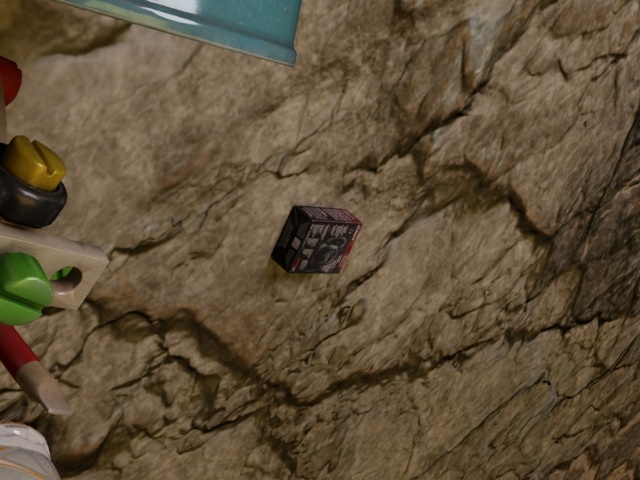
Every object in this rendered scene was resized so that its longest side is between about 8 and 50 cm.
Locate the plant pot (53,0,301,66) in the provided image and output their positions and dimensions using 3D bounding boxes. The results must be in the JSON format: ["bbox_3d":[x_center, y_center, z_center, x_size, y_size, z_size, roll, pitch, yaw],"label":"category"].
[{"bbox_3d":[-0.111,-0.250,0.565,0.272,0.272,0.255,6,103,-48],"label":"plant pot"}]

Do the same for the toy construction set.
[{"bbox_3d":[-0.234,0.030,0.684,0.257,0.237,0.309,-43,144,-9],"label":"toy construction set"}]

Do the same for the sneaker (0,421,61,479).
[{"bbox_3d":[-0.305,0.205,0.864,0.262,0.121,0.099,11,112,-50],"label":"sneaker"}]

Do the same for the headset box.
[{"bbox_3d":[0.000,0.000,1.074,0.083,0.032,0.062,1,121,-47],"label":"headset box"}]
